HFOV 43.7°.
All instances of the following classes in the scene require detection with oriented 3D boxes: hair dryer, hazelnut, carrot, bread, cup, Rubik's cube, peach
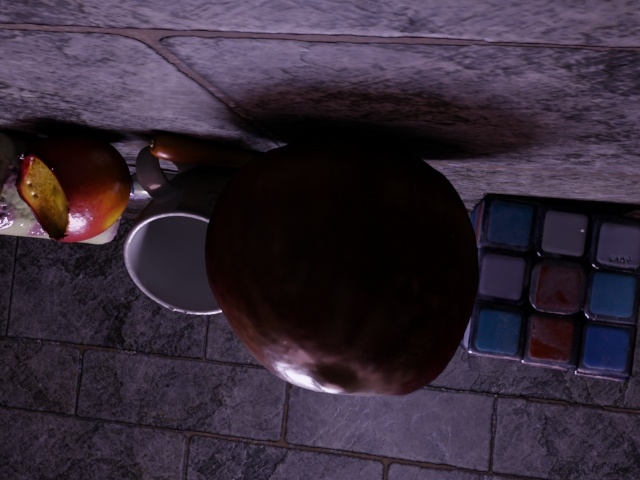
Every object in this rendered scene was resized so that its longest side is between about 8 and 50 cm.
[{"bbox_3d":[-0.358,-0.136,1.839,0.167,0.067,0.199,0,-171,-10],"label":"hair dryer"},{"bbox_3d":[0.034,0.039,1.167,0.421,0.420,0.352,8,132,-44],"label":"hazelnut"},{"bbox_3d":[-0.176,-0.144,1.339,0.248,0.043,0.043,5,178,-39],"label":"carrot"},{"bbox_3d":[-0.532,-0.092,1.560,0.155,0.187,0.338,12,180,25],"label":"bread"},{"bbox_3d":[-0.228,-0.059,1.424,0.228,0.301,0.257,-17,-147,17],"label":"cup"},{"bbox_3d":[0.498,0.100,1.792,0.359,0.363,0.362,9,-179,4],"label":"Rubik's cube"},{"bbox_3d":[-0.430,-0.090,1.366,0.196,0.189,0.226,9,-176,5],"label":"peach"}]

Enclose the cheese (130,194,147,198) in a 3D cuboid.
[{"bbox_3d":[-0.481,-0.132,2.139,0.191,0.042,0.105,6,178,-36],"label":"cheese"}]
